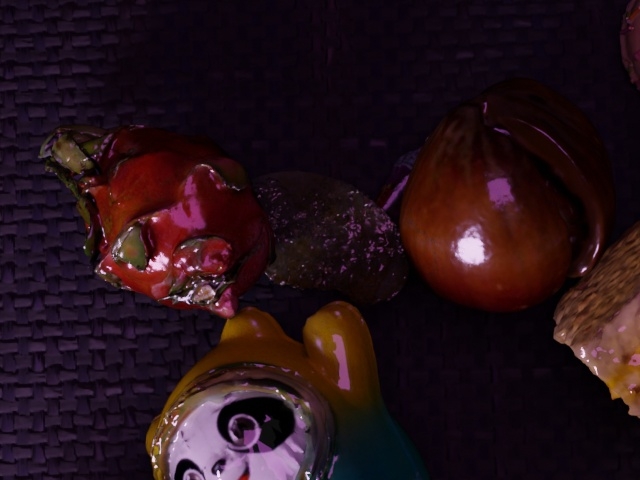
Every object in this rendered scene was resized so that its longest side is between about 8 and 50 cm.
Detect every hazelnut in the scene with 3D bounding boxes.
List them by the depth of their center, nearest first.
[{"bbox_3d":[0.183,-0.050,1.802,0.217,0.217,0.251,39,48,9],"label":"hazelnut"}]

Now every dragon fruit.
[{"bbox_3d":[-0.171,-0.023,1.821,0.269,0.198,0.200,16,37,6],"label":"dragon fruit"}]

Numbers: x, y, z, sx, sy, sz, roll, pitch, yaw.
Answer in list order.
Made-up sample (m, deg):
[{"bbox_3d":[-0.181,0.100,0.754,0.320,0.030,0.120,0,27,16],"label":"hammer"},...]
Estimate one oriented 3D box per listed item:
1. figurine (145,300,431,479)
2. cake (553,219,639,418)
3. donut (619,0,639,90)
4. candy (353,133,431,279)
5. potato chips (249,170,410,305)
[{"bbox_3d":[-0.011,0.238,1.760,0.340,0.231,0.323,46,109,17],"label":"figurine"},{"bbox_3d":[0.394,0.106,1.734,0.286,0.222,0.227,44,97,-5],"label":"cake"},{"bbox_3d":[0.396,-0.212,1.907,0.175,0.068,0.174,0,79,1],"label":"donut"},{"bbox_3d":[0.077,-0.033,1.892,0.043,0.045,0.175,32,82,-23],"label":"candy"},{"bbox_3d":[0.000,0.000,1.875,0.142,0.026,0.209,-40,62,9],"label":"potato chips"}]
